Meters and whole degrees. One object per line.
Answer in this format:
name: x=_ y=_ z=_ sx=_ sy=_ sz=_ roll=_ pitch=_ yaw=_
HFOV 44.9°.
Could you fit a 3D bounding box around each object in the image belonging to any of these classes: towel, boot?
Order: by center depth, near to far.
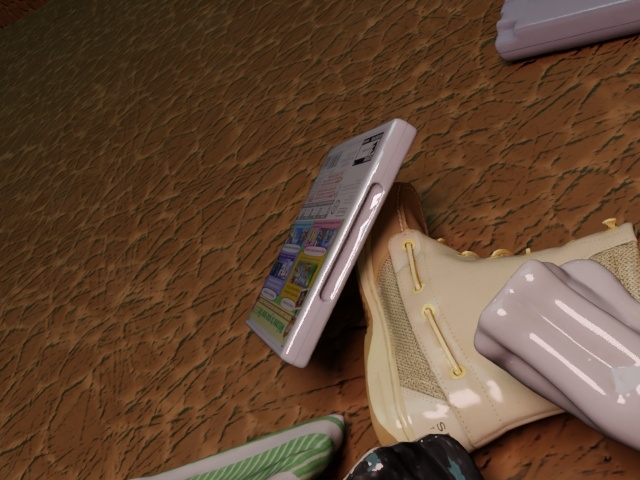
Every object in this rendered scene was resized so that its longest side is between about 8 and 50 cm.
towel: x=-0.134 y=0.187 z=0.486 sx=0.248 sy=0.325 sz=0.038 roll=-22 pitch=82 yaw=20
boot: x=0.131 y=0.026 z=0.568 sx=0.203 sy=0.095 sz=0.262 roll=-23 pitch=39 yaw=21

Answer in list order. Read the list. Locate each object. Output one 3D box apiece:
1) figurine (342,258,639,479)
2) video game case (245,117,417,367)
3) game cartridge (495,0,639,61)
figurine: x=0.143 y=0.139 z=0.390 sx=0.209 sy=0.092 sz=0.215 roll=40 pitch=91 yaw=29
video game case: x=0.000 y=0.000 z=0.653 sx=0.193 sy=0.023 sz=0.212 roll=-64 pitch=12 yaw=-5
game cartridge: x=0.314 y=-0.313 z=0.838 sx=0.196 sy=0.060 sz=0.294 roll=-8 pitch=44 yaw=40
